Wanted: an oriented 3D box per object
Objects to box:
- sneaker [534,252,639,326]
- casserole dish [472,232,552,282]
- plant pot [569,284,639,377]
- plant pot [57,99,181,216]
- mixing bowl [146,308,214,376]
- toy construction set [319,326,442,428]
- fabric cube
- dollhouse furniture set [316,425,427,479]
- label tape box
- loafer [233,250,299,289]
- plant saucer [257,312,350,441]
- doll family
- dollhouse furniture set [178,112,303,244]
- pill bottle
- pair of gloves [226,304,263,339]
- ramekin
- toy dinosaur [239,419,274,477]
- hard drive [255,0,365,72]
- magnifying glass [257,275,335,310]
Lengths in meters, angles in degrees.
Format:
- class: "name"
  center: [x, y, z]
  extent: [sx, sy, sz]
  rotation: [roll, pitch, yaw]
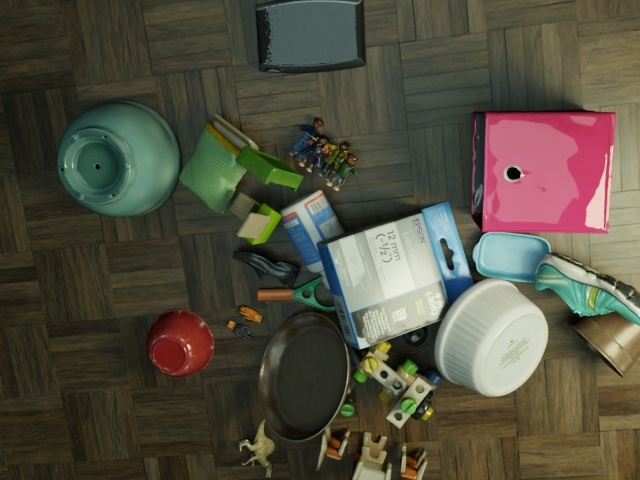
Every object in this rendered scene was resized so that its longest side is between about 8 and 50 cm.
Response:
- class: "sneaker"
  center: [0.615, 0.125, 1.641]
  extent: [0.275, 0.107, 0.110]
  rotation: [30, 108, 32]
- class: "casserole dish"
  center: [0.458, 0.036, 1.738]
  extent: [0.188, 0.037, 0.114]
  rotation: [7, 103, 6]
- class: "plant pot"
  center: [0.700, 0.202, 1.687]
  extent: [0.167, 0.167, 0.165]
  rotation: [45, 96, -3]
- class: "plant pot"
  center: [-0.499, -0.184, 1.725]
  extent: [0.293, 0.196, 0.293]
  rotation: [1, 102, 6]
- class: "mixing bowl"
  center: [-0.372, 0.277, 1.855]
  extent: [0.181, 0.098, 0.181]
  rotation: [2, 102, 7]
- class: "toy construction set"
  center: [0.137, 0.344, 1.737]
  extent: [0.309, 0.237, 0.257]
  rotation: [-27, 97, 12]
- class: "fabric cube"
  center: [0.470, -0.156, 1.583]
  extent: [0.258, 0.259, 0.254]
  rotation: [1, 101, 6]
- class: "dollhouse furniture set"
  center: [0.118, 0.571, 1.776]
  extent: [0.262, 0.259, 0.135]
  rotation: [13, 93, 6]
- class: "label tape box"
  center: [0.194, 0.071, 1.669]
  extent: [0.348, 0.115, 0.249]
  rotation: [-18, 94, -12]
- class: "loafer"
  center: [-0.140, 0.069, 1.797]
  extent: [0.170, 0.062, 0.061]
  rotation: [18, 87, 3]
- class: "plant saucer"
  center: [-0.034, 0.332, 1.767]
  extent: [0.050, 0.310, 0.310]
  rotation: [23, 108, -42]
- class: "doll family"
  center: [0.011, -0.211, 1.722]
  extent: [0.193, 0.076, 0.111]
  rotation: [34, 108, 2]
- class: "dollhouse furniture set"
  center: [-0.223, -0.152, 1.669]
  extent: [0.301, 0.151, 0.197]
  rotation: [38, 103, 23]
- class: "pill bottle"
  center: [0.000, 0.000, 1.740]
  extent: [0.124, 0.124, 0.221]
  rotation: [-27, 97, 11]
- class: "pair of gloves"
  center: [-0.194, 0.210, 1.865]
  extent: [0.074, 0.010, 0.083]
  rotation: [30, 104, 0]
- class: "ramekin"
  center: [0.401, 0.232, 1.665]
  extent: [0.273, 0.127, 0.273]
  rotation: [-16, 120, -30]
- class: "toy dinosaur"
  center: [-0.167, 0.539, 1.918]
  extent: [0.092, 0.053, 0.183]
  rotation: [-7, 109, -7]
- class: "hard drive"
  center: [-0.025, -0.476, 1.680]
  extent: [0.255, 0.054, 0.172]
  rotation: [-1, 101, 7]
- class: "magnifying glass"
  center: [-0.043, 0.133, 1.826]
  extent: [0.231, 0.026, 0.092]
  rotation: [-3, 102, 5]
